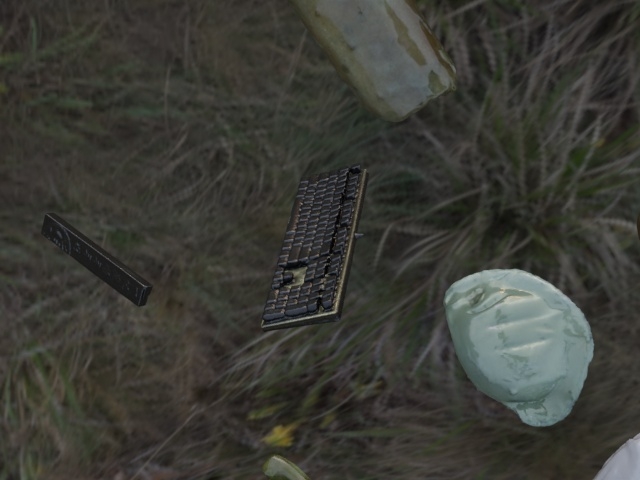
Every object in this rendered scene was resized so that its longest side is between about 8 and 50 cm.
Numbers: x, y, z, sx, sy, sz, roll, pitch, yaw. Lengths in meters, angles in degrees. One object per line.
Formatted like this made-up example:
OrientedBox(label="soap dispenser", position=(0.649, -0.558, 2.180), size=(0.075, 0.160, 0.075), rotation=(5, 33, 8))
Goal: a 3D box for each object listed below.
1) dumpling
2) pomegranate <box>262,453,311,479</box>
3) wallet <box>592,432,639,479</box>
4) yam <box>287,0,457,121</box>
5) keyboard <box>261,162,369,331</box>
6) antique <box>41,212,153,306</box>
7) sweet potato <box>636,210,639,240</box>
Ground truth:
OrientedBox(label="dumpling", position=(0.243, 0.129, 1.666), size=(0.153, 0.108, 0.219), rotation=(-28, 69, -12))
OrientedBox(label="pomegranate", position=(0.050, 0.259, 0.653), size=(0.286, 0.231, 0.231), rotation=(34, 71, -20))
OrientedBox(label="wallet", position=(0.164, 0.161, 0.498), size=(0.033, 0.095, 0.190), rotation=(-15, 53, -47))
OrientedBox(label="yam", position=(-0.031, -0.203, 0.760), size=(0.317, 0.067, 0.071), rotation=(54, 45, -5))
OrientedBox(label="keyboard", position=(0.000, 0.000, 1.626), size=(0.106, 0.317, 0.027), rotation=(-11, 121, 15))
OrientedBox(label="antique", position=(-0.273, 0.022, 1.634), size=(0.192, 0.031, 0.015), rotation=(33, 24, 32))
OrientedBox(label="sweet potato", position=(0.282, -0.011, 0.934), size=(0.249, 0.059, 0.069), rotation=(-17, 81, -48))
